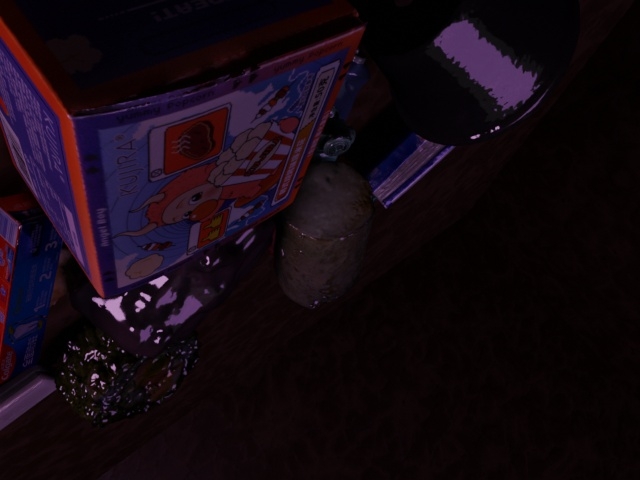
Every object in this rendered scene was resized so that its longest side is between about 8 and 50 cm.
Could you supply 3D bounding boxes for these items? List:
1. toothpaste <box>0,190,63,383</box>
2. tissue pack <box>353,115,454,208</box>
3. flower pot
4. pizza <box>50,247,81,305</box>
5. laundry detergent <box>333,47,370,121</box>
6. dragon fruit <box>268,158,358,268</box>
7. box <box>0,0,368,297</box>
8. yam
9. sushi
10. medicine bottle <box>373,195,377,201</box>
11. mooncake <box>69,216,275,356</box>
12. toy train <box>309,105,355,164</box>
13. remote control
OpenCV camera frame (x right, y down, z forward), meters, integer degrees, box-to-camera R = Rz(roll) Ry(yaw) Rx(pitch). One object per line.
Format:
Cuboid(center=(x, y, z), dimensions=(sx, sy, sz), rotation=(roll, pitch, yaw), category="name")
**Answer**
Cuboid(center=(-0.443, 0.075, 0.831), dimensions=(0.076, 0.066, 0.321), rotation=(-29, 151, -55), category="toothpaste")
Cuboid(center=(0.216, -0.235, 1.498), dimensions=(0.269, 0.137, 0.209), rotation=(-41, -160, 9), category="tissue pack")
Cuboid(center=(0.222, -0.370, 0.971), dimensions=(0.379, 0.379, 0.251), rotation=(-46, 146, 23), category="flower pot")
Cuboid(center=(-0.609, 0.146, 0.864), dimensions=(0.392, 0.080, 0.435), rotation=(-43, 163, 11), category="pizza")
Cuboid(center=(0.036, -0.300, 1.137), dimensions=(0.096, 0.061, 0.206), rotation=(-7, 147, -35), category="laundry detergent")
Cuboid(center=(-0.038, -0.016, 1.422), dimensions=(0.302, 0.240, 0.330), rotation=(-12, 144, -42), category="dragon fruit")
Cuboid(center=(-0.181, -0.159, 0.664), dimensions=(0.318, 0.257, 0.349), rotation=(-29, 162, -30), category="box")
Cuboid(center=(0.000, 0.000, 1.158), dimensions=(0.195, 0.195, 0.300), rotation=(-32, 153, -25), category="yam")
Cuboid(center=(-0.450, 0.279, 1.375), dimensions=(0.294, 0.178, 0.352), rotation=(-52, 164, 1), category="sushi")
Cuboid(center=(0.077, -0.113, 1.710), dimensions=(0.228, 0.083, 0.121), rotation=(-32, 166, -23), category="medicine bottle")
Cuboid(center=(-0.250, 0.031, 1.077), dimensions=(0.381, 0.212, 0.350), rotation=(-51, 177, 30), category="mooncake")
Cuboid(center=(-0.053, -0.189, 1.097), dimensions=(0.248, 0.101, 0.159), rotation=(-4, 154, -34), category="toy train")
Cuboid(center=(-0.733, 0.385, 1.289), dimensions=(0.277, 0.056, 0.103), rotation=(-36, 164, -7), category="remote control")
